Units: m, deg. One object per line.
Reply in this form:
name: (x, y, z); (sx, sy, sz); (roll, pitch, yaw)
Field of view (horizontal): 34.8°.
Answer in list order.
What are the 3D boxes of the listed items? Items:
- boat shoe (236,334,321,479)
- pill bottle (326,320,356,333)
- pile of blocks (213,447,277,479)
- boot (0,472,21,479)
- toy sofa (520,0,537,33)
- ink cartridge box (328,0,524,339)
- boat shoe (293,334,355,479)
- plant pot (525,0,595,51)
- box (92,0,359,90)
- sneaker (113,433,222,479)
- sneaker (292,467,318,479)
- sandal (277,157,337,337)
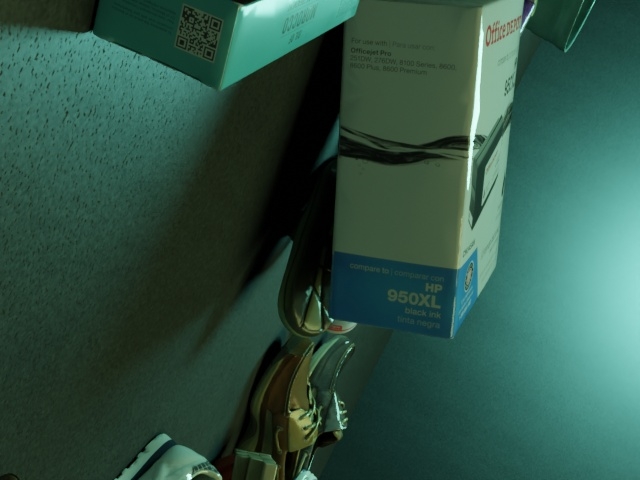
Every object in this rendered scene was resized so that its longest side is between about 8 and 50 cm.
boat shoe: (-0.054, 0.298, 1.734); (0.122, 0.119, 0.324); (-49, 161, -51)
pill bottle: (0.039, 0.080, 1.746); (0.087, 0.087, 0.160); (-53, 164, -43)
pile of blocks: (-0.168, 0.495, 1.652); (0.149, 0.112, 0.362); (-101, -155, -69)
boot: (-0.277, 0.205, 0.788); (0.106, 0.037, 0.114); (-58, 163, -34)
toy sofa: (0.186, -0.251, 1.516); (0.363, 0.150, 0.177); (-63, 169, -3)
ink cartridge box: (0.137, -0.117, 1.280); (0.285, 0.166, 0.395); (-41, 136, -63)
boat shoe: (-0.010, 0.357, 2.022); (0.355, 0.130, 0.132); (-59, 168, -19)
plant pot: (0.415, -0.512, 1.827); (0.293, 0.196, 0.293); (-58, 167, -21)
box: (-0.053, -0.185, 0.746); (0.244, 0.100, 0.060); (-45, 157, -57)
sneaker: (-0.209, 0.326, 1.192); (0.235, 0.094, 0.090); (-49, 163, -45)
sneaker: (-0.051, 0.483, 1.730); (0.211, 0.081, 0.080); (-49, 168, -37)
sandal: (-0.001, 0.000, 1.403); (0.086, 0.120, 0.303); (-17, -144, 45)
